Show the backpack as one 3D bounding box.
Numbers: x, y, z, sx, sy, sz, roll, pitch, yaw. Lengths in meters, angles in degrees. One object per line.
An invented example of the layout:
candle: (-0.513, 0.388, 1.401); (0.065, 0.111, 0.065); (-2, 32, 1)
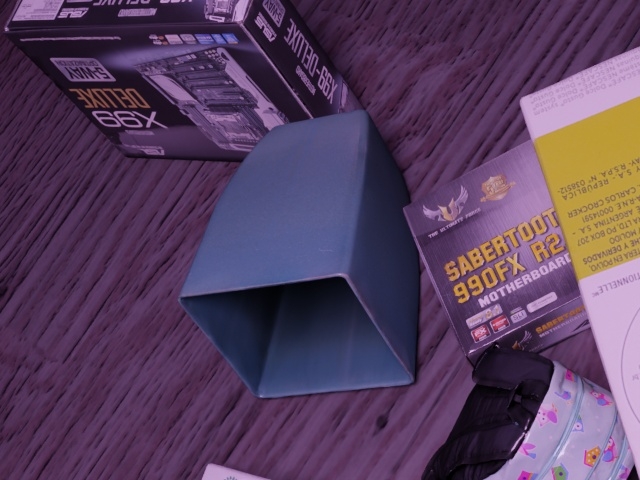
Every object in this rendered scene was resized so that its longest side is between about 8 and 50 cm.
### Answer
backpack: (0.166, 0.155, 0.989); (0.115, 0.182, 0.152); (25, 71, -7)

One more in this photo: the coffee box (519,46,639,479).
coffee box: (0.367, 0.055, 0.834); (0.338, 0.337, 0.334); (-22, 52, 15)

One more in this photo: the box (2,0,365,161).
box: (-0.139, -0.177, 1.340); (0.307, 0.242, 0.076); (5, 62, 31)

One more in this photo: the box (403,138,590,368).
box: (0.210, -0.006, 1.150); (0.231, 0.056, 0.183); (-28, 51, 10)

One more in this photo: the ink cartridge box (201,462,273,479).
ink cartridge box: (0.034, 0.301, 1.015); (0.332, 0.065, 0.165); (12, 66, 23)

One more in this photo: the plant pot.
plant pot: (0.000, 0.000, 1.201); (0.165, 0.165, 0.234); (-8, 48, 25)
